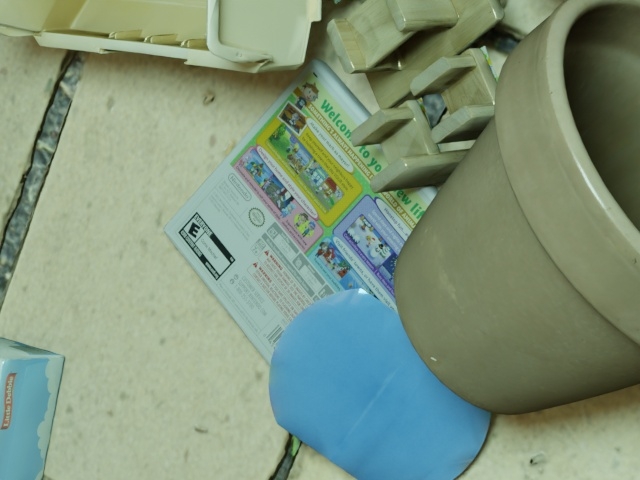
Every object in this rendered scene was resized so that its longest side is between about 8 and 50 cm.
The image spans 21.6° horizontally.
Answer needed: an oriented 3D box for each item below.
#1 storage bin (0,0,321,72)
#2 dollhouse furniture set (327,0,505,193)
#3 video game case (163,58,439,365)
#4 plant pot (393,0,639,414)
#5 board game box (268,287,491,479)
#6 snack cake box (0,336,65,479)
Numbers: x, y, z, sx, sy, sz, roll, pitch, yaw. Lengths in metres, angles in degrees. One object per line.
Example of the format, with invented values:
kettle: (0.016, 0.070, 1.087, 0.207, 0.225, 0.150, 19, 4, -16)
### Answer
storage bin: (-0.134, -0.263, 1.235, 0.262, 0.123, 0.260, 11, 105, 39)
dollhouse furniture set: (0.120, -0.184, 1.204, 0.242, 0.161, 0.212, -37, 70, 45)
video game case: (0.000, 0.000, 1.300, 0.193, 0.023, 0.212, -47, 67, 19)
plant pot: (0.175, 0.002, 1.104, 0.229, 0.263, 0.263, -40, 69, 41)
board game box: (0.045, 0.111, 1.251, 0.169, 0.033, 0.133, 34, 114, 3)
snack cake box: (-0.323, 0.209, 1.428, 0.152, 0.089, 0.264, 13, 95, 26)
